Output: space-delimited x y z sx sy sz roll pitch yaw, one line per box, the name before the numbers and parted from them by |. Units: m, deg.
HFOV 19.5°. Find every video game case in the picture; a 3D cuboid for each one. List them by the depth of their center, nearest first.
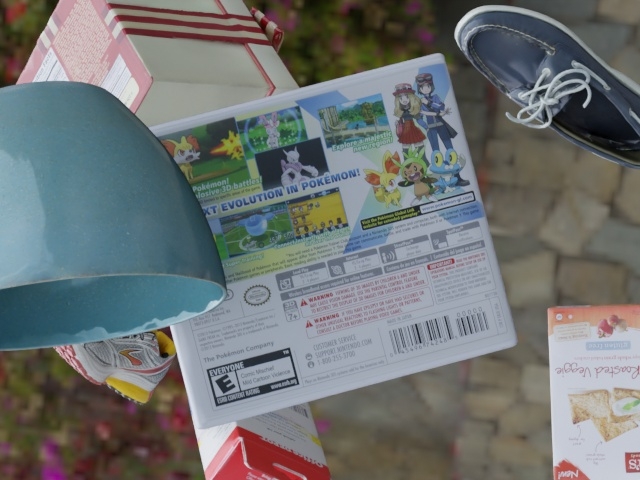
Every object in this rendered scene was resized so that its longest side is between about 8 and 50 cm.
video game case | 0.000 0.000 1.833 0.036 0.329 0.300 176 79 -86

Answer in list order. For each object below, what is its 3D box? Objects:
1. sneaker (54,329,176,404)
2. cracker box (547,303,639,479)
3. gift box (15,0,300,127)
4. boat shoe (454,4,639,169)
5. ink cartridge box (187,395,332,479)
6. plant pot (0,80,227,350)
sneaker | -0.248 0.117 2.191 0.093 0.088 0.225 -51 -29 2
cracker box | 0.381 0.200 2.443 0.067 0.156 0.232 -1 -92 -78
gift box | -0.189 -0.164 2.302 0.255 0.258 0.276 -51 55 36
boat shoe | 0.249 -0.153 1.932 0.095 0.254 0.079 -42 26 32
ink cartridge box | -0.071 0.245 2.213 0.078 0.134 0.231 -54 25 19
plant pot | -0.237 -0.027 1.638 0.290 0.290 0.195 86 176 -77
